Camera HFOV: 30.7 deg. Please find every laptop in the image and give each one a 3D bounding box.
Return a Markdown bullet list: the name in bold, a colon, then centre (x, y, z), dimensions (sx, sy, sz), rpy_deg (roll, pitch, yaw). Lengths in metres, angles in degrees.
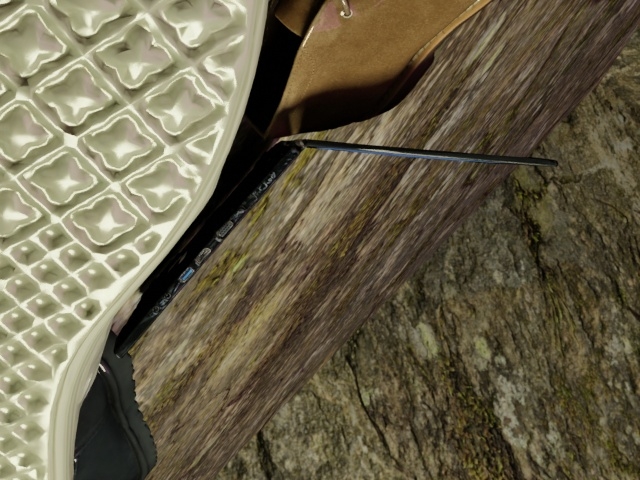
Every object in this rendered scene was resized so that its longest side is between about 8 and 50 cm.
- **laptop**: centre (0.000, 0.000, 0.813), dimensions (0.264, 0.136, 0.234), rpy_deg (-49, -174, 0)

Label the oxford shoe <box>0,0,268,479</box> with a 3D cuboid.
- **oxford shoe**: centre (-0.137, -0.013, 0.451), dimensions (0.130, 0.169, 0.449), rpy_deg (-100, -155, -47)

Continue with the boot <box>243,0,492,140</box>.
- **boot**: centre (0.035, -0.160, 0.670), dimensions (0.115, 0.112, 0.305), rpy_deg (-27, 160, -37)

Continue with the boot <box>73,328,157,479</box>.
- **boot**: centre (-0.217, 0.174, 0.810), dimensions (0.207, 0.094, 0.246), rpy_deg (-48, 163, -26)
